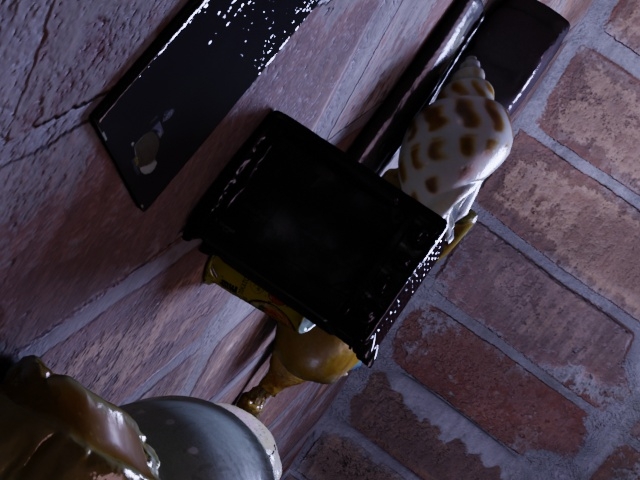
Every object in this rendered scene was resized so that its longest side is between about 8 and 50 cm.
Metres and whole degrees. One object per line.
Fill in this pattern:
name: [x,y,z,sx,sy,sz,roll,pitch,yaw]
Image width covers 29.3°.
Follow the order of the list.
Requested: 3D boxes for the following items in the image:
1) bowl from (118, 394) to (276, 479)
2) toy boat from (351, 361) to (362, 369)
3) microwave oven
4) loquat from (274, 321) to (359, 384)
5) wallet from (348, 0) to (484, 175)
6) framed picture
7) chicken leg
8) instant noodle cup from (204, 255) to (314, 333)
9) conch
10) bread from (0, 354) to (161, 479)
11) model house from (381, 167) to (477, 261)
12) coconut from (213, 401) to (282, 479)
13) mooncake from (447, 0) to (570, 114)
bowl: [-0.215,0.295,1.379,0.313,0.313,0.146,-51,149,-12]
toy boat: [0.058,0.113,2.423,0.215,0.123,0.330,-87,-164,-53]
microwave oven: [0.001,-0.001,1.379,0.178,0.247,0.188,-56,172,-4]
loquat: [0.017,0.146,2.171,0.227,0.179,0.179,-60,169,21]
wallet: [0.150,-0.226,1.866,0.321,0.044,0.170,-54,168,5]
framed picture: [-0.072,-0.182,1.074,0.324,0.013,0.244,-51,170,-12]
chicken leg: [-0.074,0.259,2.374,0.251,0.107,0.087,-48,-171,18]
instant noodle cup: [-0.038,0.025,1.564,0.182,0.144,0.182,-51,170,-12]
conch: [0.203,-0.142,1.846,0.275,0.149,0.183,-56,175,-9]
bread: [-0.291,0.293,1.148,0.341,0.210,0.300,-50,167,-17]
model house: [0.079,0.019,1.984,0.239,0.173,0.268,-38,170,-37]
coconut: [-0.181,0.386,1.974,0.234,0.224,0.224,-69,166,17]
mooncake: [0.325,-0.310,2.125,0.245,0.133,0.245,-51,170,-13]
